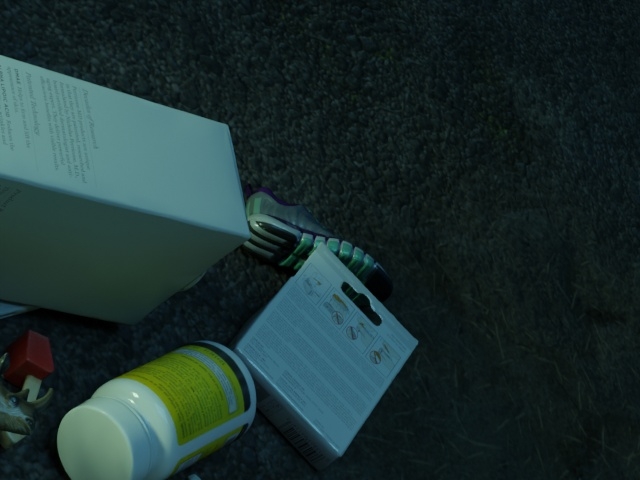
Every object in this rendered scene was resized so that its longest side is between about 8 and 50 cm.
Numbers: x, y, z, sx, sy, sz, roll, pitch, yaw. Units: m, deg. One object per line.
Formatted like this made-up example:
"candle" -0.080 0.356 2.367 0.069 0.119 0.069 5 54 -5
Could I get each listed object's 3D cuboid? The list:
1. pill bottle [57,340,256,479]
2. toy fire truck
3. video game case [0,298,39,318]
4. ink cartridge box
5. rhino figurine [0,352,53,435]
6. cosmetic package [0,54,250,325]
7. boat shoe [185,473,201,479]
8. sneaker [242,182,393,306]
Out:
"pill bottle" -0.170 0.187 1.966 0.208 0.119 0.119 -23 79 -54
"toy fire truck" -0.333 0.165 1.864 0.135 0.047 0.192 26 45 -35
"video game case" -0.389 0.002 1.959 0.173 0.022 0.190 -15 73 -53
"ink cartridge box" -0.002 0.134 2.233 0.181 0.056 0.225 47 43 -8
"rhino figurine" -0.364 0.161 1.745 0.243 0.073 0.106 -11 61 -20
"cosmetic package" -0.285 -0.050 1.918 0.385 0.217 0.156 15 51 -44
"boat shoe" -0.119 0.373 1.885 0.091 0.114 0.302 -14 51 -12
"sneaker" 0.000 0.000 2.347 0.223 0.083 0.098 29 37 -29
